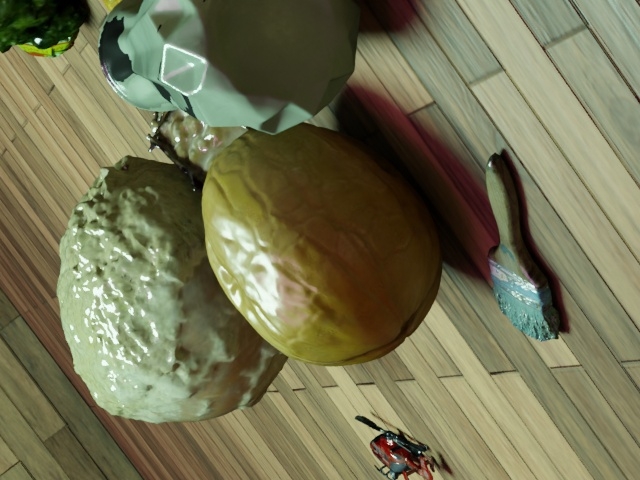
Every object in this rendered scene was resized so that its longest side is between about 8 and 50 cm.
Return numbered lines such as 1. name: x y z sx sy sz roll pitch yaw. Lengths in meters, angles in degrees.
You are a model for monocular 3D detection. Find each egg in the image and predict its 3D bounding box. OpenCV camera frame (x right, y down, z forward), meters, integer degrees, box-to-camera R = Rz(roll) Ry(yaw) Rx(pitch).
1. egg: -0.148 0.057 1.704 0.279 0.279 0.310 32 141 46

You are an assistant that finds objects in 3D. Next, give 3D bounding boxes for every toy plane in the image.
1. toy plane: 0.090 0.241 1.819 0.145 0.037 0.060 29 141 59

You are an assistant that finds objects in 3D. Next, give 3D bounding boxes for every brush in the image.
1. brush: 0.151 0.003 1.264 0.070 0.021 0.196 37 154 41

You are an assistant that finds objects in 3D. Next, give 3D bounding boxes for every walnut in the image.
1. walnut: 0.000 0.000 1.367 0.225 0.193 0.193 48 162 31

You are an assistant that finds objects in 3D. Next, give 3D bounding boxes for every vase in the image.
1. vase: -0.092 -0.168 1.329 0.165 0.165 0.360 57 166 -14

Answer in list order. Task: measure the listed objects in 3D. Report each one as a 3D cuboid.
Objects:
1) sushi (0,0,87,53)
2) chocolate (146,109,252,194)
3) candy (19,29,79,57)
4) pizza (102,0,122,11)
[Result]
1. sushi: -0.386 -0.349 1.573 0.352 0.178 0.294 41 141 39
2. chocolate: -0.039 -0.045 1.548 0.329 0.065 0.102 41 123 27
3. candy: -0.318 -0.327 1.721 0.091 0.083 0.305 -122 18 -47
4. pizza: -0.206 -0.269 1.584 0.160 0.036 0.099 59 161 -21
